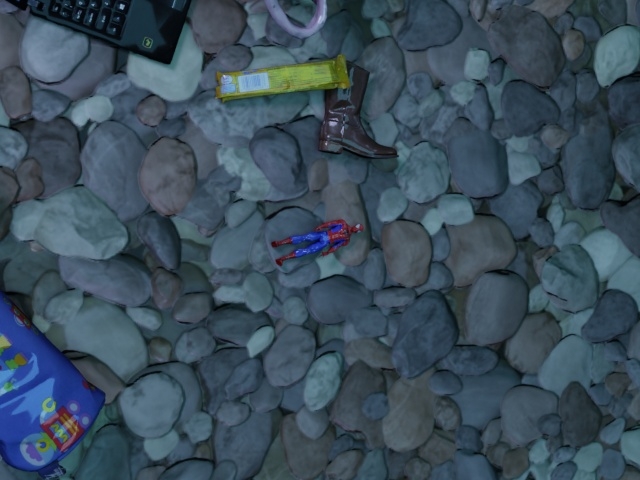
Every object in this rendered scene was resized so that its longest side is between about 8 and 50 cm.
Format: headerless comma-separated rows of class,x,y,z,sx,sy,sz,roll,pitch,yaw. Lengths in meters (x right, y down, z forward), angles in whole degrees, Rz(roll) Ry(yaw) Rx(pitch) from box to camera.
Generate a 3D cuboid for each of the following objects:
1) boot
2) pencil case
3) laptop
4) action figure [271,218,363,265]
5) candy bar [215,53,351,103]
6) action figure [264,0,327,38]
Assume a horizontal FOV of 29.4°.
boot,0.051,-0.157,1.466,0.106,0.037,0.114,7,89,-20
pencil case,-0.366,0.116,1.289,0.133,0.119,0.306,-41,109,-3
laptop,-0.229,-0.340,1.281,0.264,0.136,0.234,19,90,-22
action figure,0.000,0.000,1.468,0.115,0.030,0.038,-19,97,-20
candy bar,-0.044,-0.188,1.421,0.162,0.018,0.040,-9,96,-10
action figure,0.071,-0.431,1.299,0.370,0.275,0.248,-20,139,11
